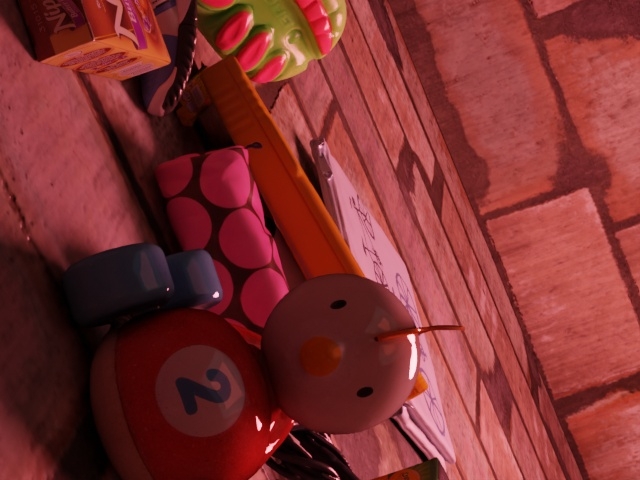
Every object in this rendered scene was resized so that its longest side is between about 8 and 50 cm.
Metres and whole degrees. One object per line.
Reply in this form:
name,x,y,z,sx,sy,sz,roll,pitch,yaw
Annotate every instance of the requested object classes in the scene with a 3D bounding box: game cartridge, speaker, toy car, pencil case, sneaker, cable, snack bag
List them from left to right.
sneaker,-0.153,-0.212,1.401,0.080,0.081,0.211,152,-63,-69
sneaker,-0.139,-0.356,1.534,0.202,0.185,0.483,57,-4,46
pencil case,-0.068,0.024,1.344,0.098,0.095,0.209,103,-29,-83
speaker,-0.039,0.042,1.508,0.055,0.055,0.136,-96,161,-48
toy car,-0.020,0.088,1.092,0.210,0.238,0.219,12,58,-75
cable,-0.004,0.187,1.367,0.184,0.047,0.150,44,12,-32
game cartridge,0.000,0.000,1.550,0.324,0.052,0.285,63,2,14
snack bag,0.074,0.084,1.974,0.342,0.037,0.323,55,19,-51

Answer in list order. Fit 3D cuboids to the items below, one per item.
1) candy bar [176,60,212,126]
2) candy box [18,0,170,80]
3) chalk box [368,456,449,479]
candy bar,-0.119,-0.143,1.543,0.040,0.018,0.161,63,14,-12
candy box,-0.184,-0.190,1.262,0.186,0.053,0.109,-10,80,-76
chalk box,0.056,0.262,1.198,0.132,0.213,0.132,-71,139,-71
